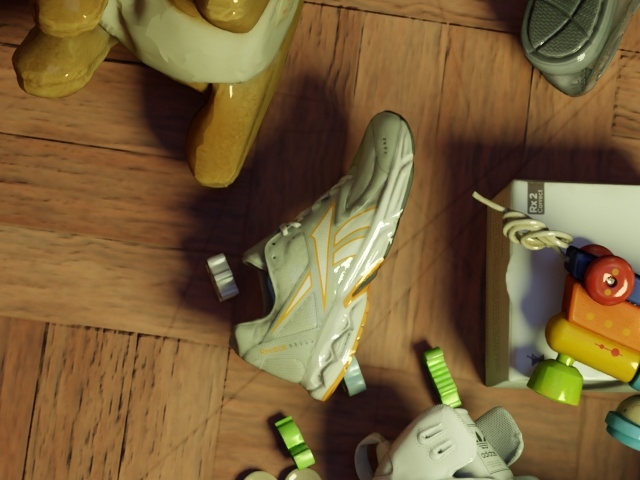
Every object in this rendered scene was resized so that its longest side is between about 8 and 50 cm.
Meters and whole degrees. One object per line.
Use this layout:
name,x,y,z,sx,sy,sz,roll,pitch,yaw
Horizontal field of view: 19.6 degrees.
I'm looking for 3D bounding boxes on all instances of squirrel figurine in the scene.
squirrel figurine,-0.185,-0.308,1.641,0.370,0.281,0.397,20,66,8

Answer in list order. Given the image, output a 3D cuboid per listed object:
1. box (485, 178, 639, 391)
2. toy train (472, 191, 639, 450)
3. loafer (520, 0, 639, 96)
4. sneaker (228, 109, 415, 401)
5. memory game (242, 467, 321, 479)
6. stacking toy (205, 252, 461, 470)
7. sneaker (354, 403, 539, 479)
box,0.246,0.044,1.671,0.182,0.119,0.181,2,82,-5
toy train,0.213,0.073,1.560,0.248,0.105,0.143,24,95,-3
loafer,0.273,-0.277,1.747,0.109,0.095,0.302,17,74,28
sneaker,0.000,0.000,1.616,0.121,0.099,0.262,20,80,-1
memory game,-0.030,0.296,1.662,0.186,0.012,0.186,1,81,-6
stacking toy,0.011,0.079,1.677,0.167,0.052,0.221,-23,85,-8
sneaker,0.181,0.233,1.560,0.366,0.137,0.210,-16,76,31
